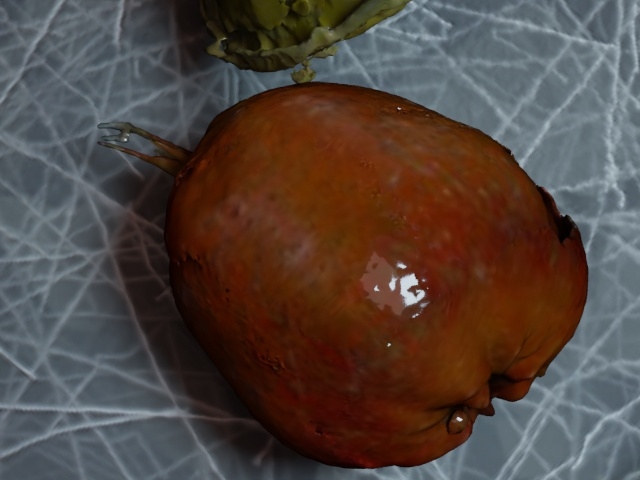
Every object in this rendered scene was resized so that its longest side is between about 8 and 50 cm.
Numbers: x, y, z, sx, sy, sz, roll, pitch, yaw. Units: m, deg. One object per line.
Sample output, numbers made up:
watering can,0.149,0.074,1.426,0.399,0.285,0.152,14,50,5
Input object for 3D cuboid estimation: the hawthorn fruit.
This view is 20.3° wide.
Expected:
hawthorn fruit,0.000,0.000,1.021,0.299,0.211,0.211,33,79,12

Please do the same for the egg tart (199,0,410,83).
egg tart,0.001,-0.248,1.003,0.120,0.315,0.315,26,78,-33
